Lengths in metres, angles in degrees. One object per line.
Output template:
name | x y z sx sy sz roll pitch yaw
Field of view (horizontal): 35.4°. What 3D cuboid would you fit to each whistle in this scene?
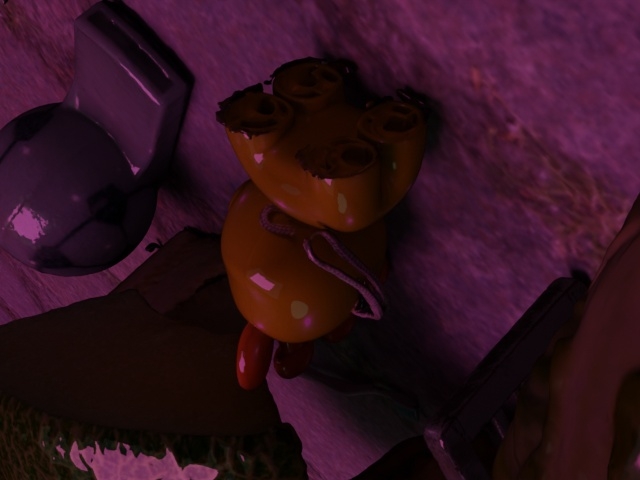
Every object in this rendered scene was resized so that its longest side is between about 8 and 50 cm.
whistle | -0.207 -0.057 0.832 0.163 0.163 0.289 45 156 5

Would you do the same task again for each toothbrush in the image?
toothbrush | 0.021 0.129 0.911 0.204 0.017 0.022 11 118 53

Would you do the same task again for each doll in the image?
doll | 0.000 0.000 0.621 0.135 0.143 0.221 32 141 28

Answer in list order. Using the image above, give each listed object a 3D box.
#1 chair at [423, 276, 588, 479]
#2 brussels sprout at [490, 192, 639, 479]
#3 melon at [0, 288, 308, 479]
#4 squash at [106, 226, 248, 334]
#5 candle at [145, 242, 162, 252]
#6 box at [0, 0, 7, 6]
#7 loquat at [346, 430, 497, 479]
chair | 0.191 0.170 0.540 0.147 0.136 0.270 14 138 50
brussels sprout | 0.177 0.090 0.365 0.219 0.210 0.271 -142 36 -65
melon | -0.106 0.213 0.811 0.331 0.226 0.343 3 122 26
squash | -0.149 0.107 0.865 0.169 0.252 0.093 11 139 54
candle | -0.162 0.058 1.100 0.026 0.021 0.167 24 147 24
box | -0.326 -0.282 0.667 0.220 0.166 0.290 21 145 45
loquat | 0.113 0.261 0.709 0.246 0.213 0.213 62 156 0
